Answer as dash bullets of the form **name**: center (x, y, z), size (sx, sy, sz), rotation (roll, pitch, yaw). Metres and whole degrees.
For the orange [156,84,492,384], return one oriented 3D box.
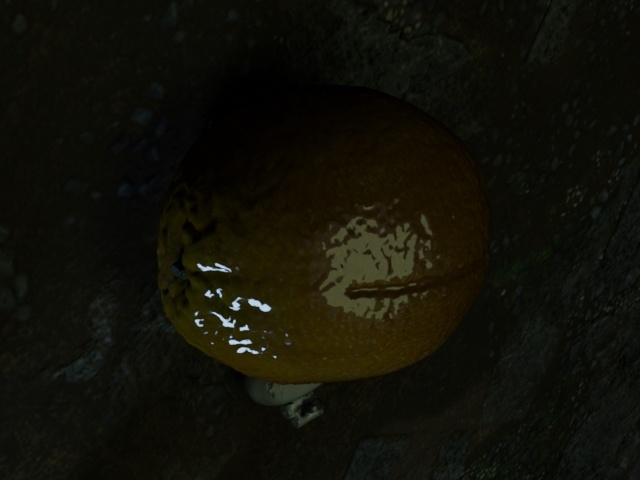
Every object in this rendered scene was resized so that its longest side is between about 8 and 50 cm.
- **orange**: center (0.000, 0.000, 1.452), size (0.357, 0.322, 0.322), rotation (-15, 126, -34)

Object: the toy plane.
- **toy plane**: center (-0.025, 0.146, 1.720), size (0.174, 0.080, 0.174), rotation (-10, 105, -40)
